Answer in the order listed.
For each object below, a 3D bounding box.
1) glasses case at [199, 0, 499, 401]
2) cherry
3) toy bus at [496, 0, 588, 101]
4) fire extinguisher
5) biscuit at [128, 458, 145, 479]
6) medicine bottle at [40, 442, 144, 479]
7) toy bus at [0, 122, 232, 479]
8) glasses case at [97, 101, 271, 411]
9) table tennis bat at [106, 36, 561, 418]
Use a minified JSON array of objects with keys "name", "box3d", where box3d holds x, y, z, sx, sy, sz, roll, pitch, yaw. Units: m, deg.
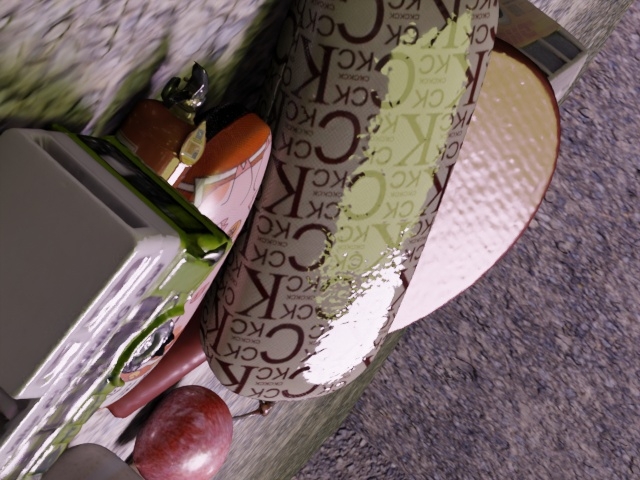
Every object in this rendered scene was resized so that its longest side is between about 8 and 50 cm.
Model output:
[{"name":"glasses case","box3d":[0.014,-0.040,1.016,0.137,0.085,0.355,4,120,-26]},{"name":"cherry","box3d":[-0.112,0.184,1.537,0.225,0.090,0.107,-32,140,-50]},{"name":"toy bus","box3d":[0.124,-0.136,1.299,0.097,0.138,0.342,-56,171,28]},{"name":"fire extinguisher","box3d":[-0.111,-0.027,0.843,0.177,0.050,0.062,-54,173,13]},{"name":"biscuit","box3d":[-0.196,0.271,1.586,0.219,0.061,0.055,-48,-171,-11]},{"name":"medicine bottle","box3d":[-0.285,0.343,1.222,0.375,0.123,0.282,-46,171,-35]},{"name":"toy bus","box3d":[-0.182,0.083,0.758,0.302,0.113,0.139,-51,168,5]},{"name":"glasses case","box3d":[-0.108,0.018,0.981,0.103,0.067,0.267,-41,166,-47]},{"name":"table tennis bat","box3d":[0.000,0.000,1.125,0.414,0.051,0.268,-36,134,5]}]
